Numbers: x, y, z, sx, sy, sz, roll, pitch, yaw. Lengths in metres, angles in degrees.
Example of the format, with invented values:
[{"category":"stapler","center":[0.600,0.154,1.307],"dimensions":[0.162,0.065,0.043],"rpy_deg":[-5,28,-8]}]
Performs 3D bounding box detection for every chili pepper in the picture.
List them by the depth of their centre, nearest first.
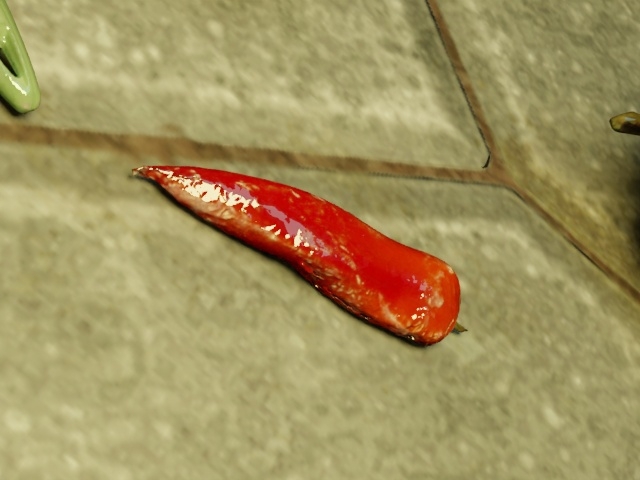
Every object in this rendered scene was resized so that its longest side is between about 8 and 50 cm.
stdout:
[{"category":"chili pepper","center":[0.000,0.000,0.704],"dimensions":[0.178,0.027,0.045],"rpy_deg":[27,45,-23]}]

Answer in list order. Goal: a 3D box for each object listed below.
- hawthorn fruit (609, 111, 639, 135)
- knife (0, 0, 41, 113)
[{"category":"hawthorn fruit","center":[0.270,-0.019,0.837],"dimensions":[0.260,0.224,0.224],"rpy_deg":[30,42,-4]},{"category":"knife","center":[-0.190,-0.172,0.667],"dimensions":[0.043,0.020,0.293],"rpy_deg":[-18,72,-47]}]
